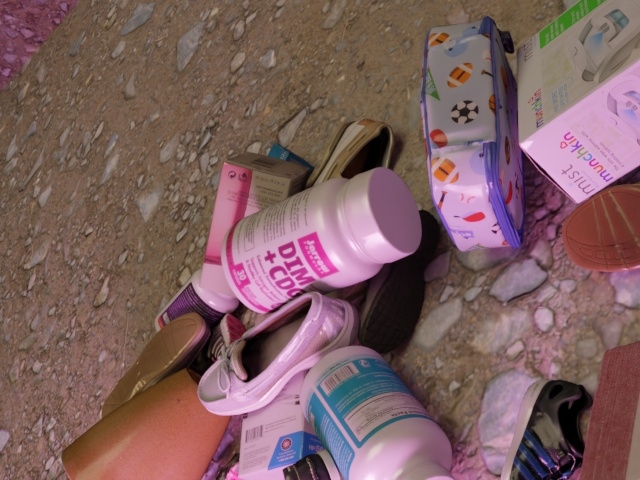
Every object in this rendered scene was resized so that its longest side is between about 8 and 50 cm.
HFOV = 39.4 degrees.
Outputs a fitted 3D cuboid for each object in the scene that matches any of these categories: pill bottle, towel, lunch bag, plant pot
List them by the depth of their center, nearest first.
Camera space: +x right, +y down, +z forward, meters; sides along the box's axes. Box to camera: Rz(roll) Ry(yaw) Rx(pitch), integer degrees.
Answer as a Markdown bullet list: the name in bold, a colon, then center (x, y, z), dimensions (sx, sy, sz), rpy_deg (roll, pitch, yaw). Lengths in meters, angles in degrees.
- **towel**: center (0.422, 0.149, 0.897), dimensions (0.329, 0.037, 0.237), rpy_deg (-27, 20, 39)
- **pill bottle**: center (0.083, 0.271, 1.223), dimensions (0.146, 0.146, 0.264), rpy_deg (-55, 36, 11)
- **lunch bag**: center (0.224, -0.147, 1.250), dimensions (0.115, 0.243, 0.303), rpy_deg (-6, 60, 23)
- **pill bottle**: center (0.000, 0.000, 1.351), dimensions (0.283, 0.160, 0.160), rpy_deg (-23, 51, 34)
- **plant pot**: center (-0.281, 0.360, 1.585), dimensions (0.254, 0.237, 0.237), rpy_deg (-46, 36, -3)
- **pill bottle**: center (-0.226, 0.122, 1.735), dimensions (0.193, 0.108, 0.108), rpy_deg (-46, 39, 22)

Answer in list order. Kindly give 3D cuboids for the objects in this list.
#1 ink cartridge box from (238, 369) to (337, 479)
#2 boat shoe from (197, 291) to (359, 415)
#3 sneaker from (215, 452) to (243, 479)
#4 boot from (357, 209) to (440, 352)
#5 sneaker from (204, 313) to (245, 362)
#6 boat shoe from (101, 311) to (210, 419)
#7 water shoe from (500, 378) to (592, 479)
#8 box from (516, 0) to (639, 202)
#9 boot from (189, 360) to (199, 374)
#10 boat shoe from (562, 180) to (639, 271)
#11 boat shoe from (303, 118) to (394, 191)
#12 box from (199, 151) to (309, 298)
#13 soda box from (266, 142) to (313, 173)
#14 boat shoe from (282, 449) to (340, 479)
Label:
- **ink cartridge box**: center (-0.049, 0.278, 1.433), dimensions (0.148, 0.086, 0.203), rpy_deg (-26, 48, 38)
- **boat shoe**: center (-0.086, 0.173, 1.385), dimensions (0.320, 0.103, 0.118), rpy_deg (-31, 46, 31)
- **sneaker**: center (-0.164, 0.414, 1.533), dimensions (0.119, 0.047, 0.057), rpy_deg (-49, 31, 7)
- **boot**: center (0.090, 0.064, 1.417), dimensions (0.161, 0.083, 0.246), rpy_deg (-6, 56, 55)
- **sneaker**: center (-0.175, 0.217, 1.652), dimensions (0.075, 0.063, 0.170), rpy_deg (-44, 35, 24)
- **boat shoe**: center (-0.299, 0.257, 1.692), dimensions (0.285, 0.092, 0.103), rpy_deg (-49, 37, 8)
- **water shoe**: center (0.269, 0.262, 1.059), dimensions (0.080, 0.073, 0.203), rpy_deg (-5, 65, 47)
- **box**: center (0.375, -0.212, 1.127), dimensions (0.231, 0.127, 0.262), rpy_deg (-35, 24, 33)
- **boot**: center (-0.290, 0.267, 1.778), dimensions (0.121, 0.045, 0.099), rpy_deg (-45, 41, 14)
- **boat shoe**: center (0.422, -0.031, 1.059), dimensions (0.285, 0.089, 0.104), rpy_deg (-21, 79, 46)
- **boat shoe**: center (0.039, -0.075, 1.526), dimensions (0.103, 0.113, 0.302), rpy_deg (-3, 65, 57)
- **box**: center (-0.115, -0.025, 1.569), dimensions (0.148, 0.127, 0.232), rpy_deg (-46, -29, -73)
- **soda box**: center (-0.105, -0.079, 1.746), dimensions (0.210, 0.067, 0.071), rpy_deg (-58, 35, 7)
- **boat shoe**: center (-0.032, 0.376, 1.277), dimensions (0.084, 0.079, 0.233), rpy_deg (56, 152, 29)
